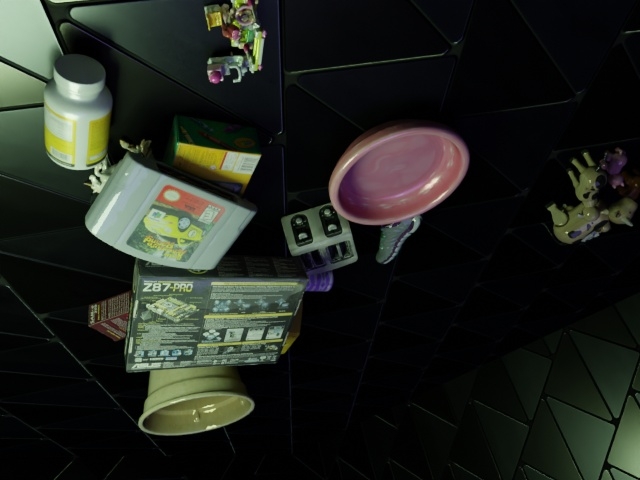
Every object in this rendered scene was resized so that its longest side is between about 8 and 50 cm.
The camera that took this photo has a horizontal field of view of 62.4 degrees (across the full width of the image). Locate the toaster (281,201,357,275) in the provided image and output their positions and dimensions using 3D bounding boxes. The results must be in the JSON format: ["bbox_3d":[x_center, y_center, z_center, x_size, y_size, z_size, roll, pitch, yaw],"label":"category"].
[{"bbox_3d":[0.000,0.000,1.381,0.168,0.110,0.185,-16,148,2],"label":"toaster"}]

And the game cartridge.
[{"bbox_3d":[-0.292,-0.041,1.049,0.294,0.060,0.196,22,119,-42],"label":"game cartridge"}]

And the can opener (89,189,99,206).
[{"bbox_3d":[-0.404,-0.051,1.115,0.059,0.186,0.073,-60,180,-2],"label":"can opener"}]

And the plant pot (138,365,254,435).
[{"bbox_3d":[-0.391,0.393,1.628,0.334,0.305,0.333,-11,147,-7],"label":"plant pot"}]

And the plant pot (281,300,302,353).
[{"bbox_3d":[-0.169,0.232,1.588,0.212,0.187,0.212,3,144,-26],"label":"plant pot"}]

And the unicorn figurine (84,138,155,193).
[{"bbox_3d":[-0.404,-0.140,1.042,0.162,0.060,0.111,-11,147,-7],"label":"unicorn figurine"}]

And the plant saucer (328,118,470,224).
[{"bbox_3d":[0.176,-0.164,1.232,0.332,0.084,0.332,-11,148,-7],"label":"plant saucer"}]

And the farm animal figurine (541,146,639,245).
[{"bbox_3d":[0.792,-0.096,1.514,0.330,0.172,0.326,5,142,-29],"label":"farm animal figurine"}]

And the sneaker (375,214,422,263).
[{"bbox_3d":[0.191,-0.025,1.478,0.098,0.083,0.223,20,133,-13],"label":"sneaker"}]

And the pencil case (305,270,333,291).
[{"bbox_3d":[-0.058,0.103,1.541,0.206,0.086,0.088,3,107,-30],"label":"pencil case"}]

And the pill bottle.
[{"bbox_3d":[-0.407,-0.214,0.889,0.103,0.103,0.184,2,143,-26],"label":"pill bottle"}]

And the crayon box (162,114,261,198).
[{"bbox_3d":[-0.250,-0.124,1.112,0.165,0.081,0.278,4,143,-27],"label":"crayon box"}]

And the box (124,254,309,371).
[{"bbox_3d":[-0.260,0.180,1.292,0.395,0.097,0.318,2,130,-24],"label":"box"}]

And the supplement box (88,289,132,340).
[{"bbox_3d":[-0.512,0.198,1.497,0.239,0.073,0.130,-20,147,5],"label":"supplement box"}]

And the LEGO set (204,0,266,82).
[{"bbox_3d":[-0.147,-0.351,0.789,0.132,0.107,0.287,-17,148,2],"label":"LEGO set"}]
